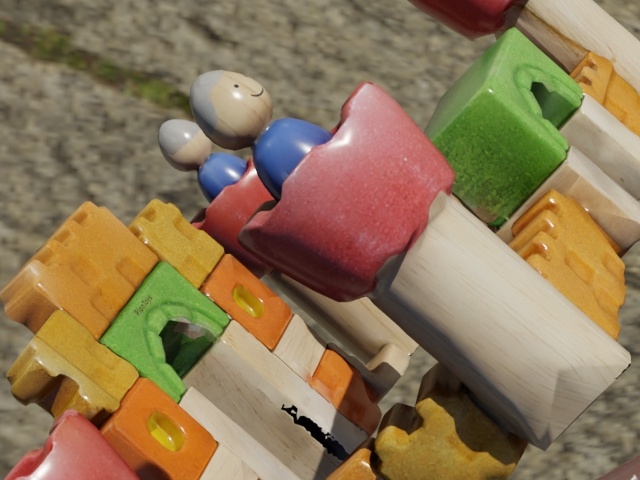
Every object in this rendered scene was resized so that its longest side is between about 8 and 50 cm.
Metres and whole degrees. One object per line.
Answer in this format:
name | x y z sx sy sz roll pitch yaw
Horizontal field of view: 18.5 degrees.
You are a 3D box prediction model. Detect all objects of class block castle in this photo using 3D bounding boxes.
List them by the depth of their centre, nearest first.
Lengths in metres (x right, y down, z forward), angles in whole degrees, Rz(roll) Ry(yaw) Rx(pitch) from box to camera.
block castle | 0.000 0.000 0.992 0.213 0.453 0.303 40 115 -5

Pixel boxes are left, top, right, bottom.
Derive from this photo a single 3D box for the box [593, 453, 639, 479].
box | 0.335 0.145 1.034 0.381 0.143 0.191 -31 57 3
